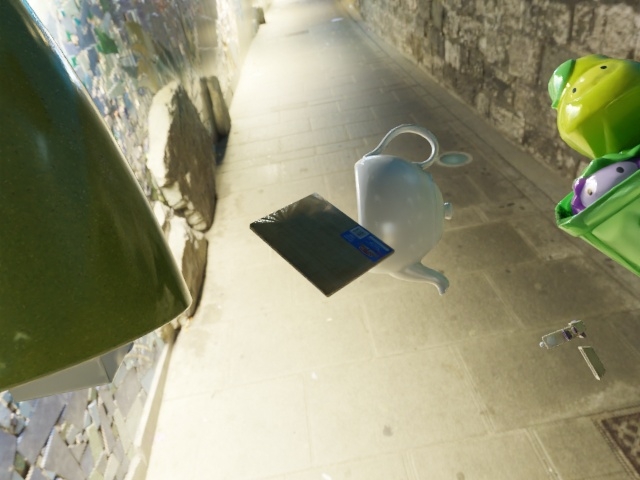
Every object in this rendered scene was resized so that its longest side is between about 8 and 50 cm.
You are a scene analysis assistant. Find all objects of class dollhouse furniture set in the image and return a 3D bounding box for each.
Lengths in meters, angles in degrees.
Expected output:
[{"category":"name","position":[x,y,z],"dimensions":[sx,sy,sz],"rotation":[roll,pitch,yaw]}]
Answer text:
[{"category":"dollhouse furniture set","position":[0.478,0.219,0.876],"dimensions":[0.081,0.091,0.115],"rotation":[-28,71,13]}]

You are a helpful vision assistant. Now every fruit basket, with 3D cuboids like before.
[{"category":"fruit basket","position":[0.532,-0.175,0.764],"dimensions":[0.391,0.393,0.283],"rotation":[5,15,24]}]

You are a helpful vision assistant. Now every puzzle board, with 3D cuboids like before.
[{"category":"puzzle board","position":[0.000,0.000,0.488],"dimensions":[0.096,0.011,0.128],"rotation":[-29,52,-32]}]

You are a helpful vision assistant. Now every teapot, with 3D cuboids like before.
[{"category":"teapot","position":[0.167,-0.060,0.919],"dimensions":[0.186,0.256,0.253],"rotation":[-6,38,5]}]

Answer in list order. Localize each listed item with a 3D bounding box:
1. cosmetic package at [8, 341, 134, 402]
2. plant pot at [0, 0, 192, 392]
[{"category":"cosmetic package","position":[-0.410,0.024,0.688],"dimensions":[0.155,0.366,0.197],"rotation":[-11,19,-2]},{"category":"plant pot","position":[-0.279,-0.051,0.382],"dimensions":[0.274,0.294,0.275],"rotation":[-12,5,1]}]
